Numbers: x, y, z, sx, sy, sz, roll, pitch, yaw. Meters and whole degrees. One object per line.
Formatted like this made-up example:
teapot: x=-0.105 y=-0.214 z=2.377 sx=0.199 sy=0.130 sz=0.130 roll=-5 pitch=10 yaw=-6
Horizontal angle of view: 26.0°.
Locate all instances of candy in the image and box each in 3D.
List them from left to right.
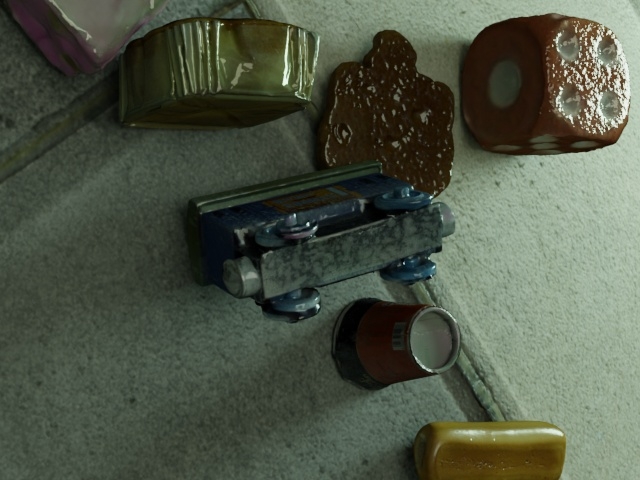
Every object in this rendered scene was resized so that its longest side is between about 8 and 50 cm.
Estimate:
candy: x=-0.240 y=-0.323 z=1.603 sx=0.155 sy=0.116 sz=0.265 roll=49 pitch=59 yaw=-17

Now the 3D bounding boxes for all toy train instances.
toy train: x=0.000 y=0.000 z=1.658 sx=0.300 sy=0.202 sz=0.131 roll=-13 pitch=110 yaw=-27

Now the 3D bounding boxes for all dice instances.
dice: x=0.316 y=-0.214 z=1.931 sx=0.179 sy=0.175 sz=0.174 roll=1 pitch=83 yaw=-33

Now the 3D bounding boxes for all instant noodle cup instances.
instant noodle cup: x=0.104 y=0.129 z=1.771 sx=0.127 sy=0.136 sz=0.127 roll=5 pitch=81 yaw=-35

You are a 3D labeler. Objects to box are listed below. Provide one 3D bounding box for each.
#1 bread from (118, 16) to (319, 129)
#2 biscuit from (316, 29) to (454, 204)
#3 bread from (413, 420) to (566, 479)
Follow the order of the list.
bread: x=-0.121 y=-0.198 z=1.619 sx=0.210 sy=0.192 sz=0.110 roll=-3 pitch=85 yaw=-34
biscuit: x=0.085 y=-0.135 z=1.843 sx=0.208 sy=0.041 sz=0.290 roll=6 pitch=84 yaw=-31
bread: x=0.224 y=0.287 z=1.873 sx=0.239 sy=0.074 sz=0.092 roll=6 pitch=97 yaw=-32
